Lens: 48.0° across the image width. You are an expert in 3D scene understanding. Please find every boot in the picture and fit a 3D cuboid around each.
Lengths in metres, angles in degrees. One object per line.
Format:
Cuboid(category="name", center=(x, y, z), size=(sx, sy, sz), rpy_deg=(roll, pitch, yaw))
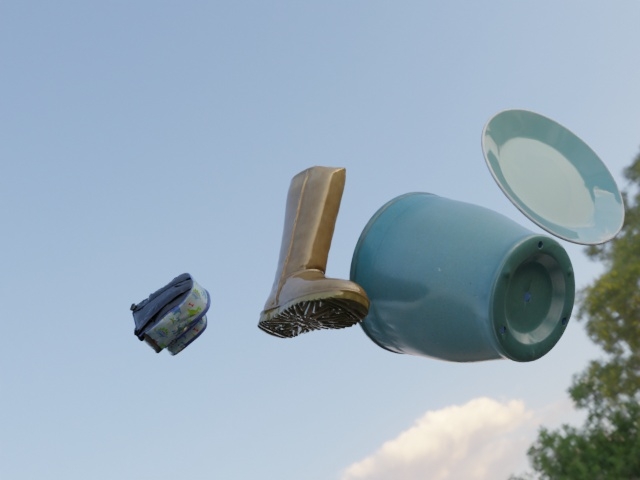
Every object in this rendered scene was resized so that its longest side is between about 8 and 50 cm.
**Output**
Cuboid(category="boot", center=(0.000, 0.000, 1.092), size=(0.089, 0.269, 0.236), rpy_deg=(31, -31, -32))

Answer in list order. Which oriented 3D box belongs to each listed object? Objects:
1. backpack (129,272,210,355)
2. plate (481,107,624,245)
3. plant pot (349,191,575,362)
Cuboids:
Cuboid(category="backpack", center=(-0.223, 0.112, 1.109), size=(0.114, 0.105, 0.084), rpy_deg=(-41, -61, 1))
Cuboid(category="plate", center=(0.253, -0.069, 0.794), size=(0.188, 0.188, 0.024), rpy_deg=(-9, -28, -34))
Cuboid(category="plant pot", center=(0.228, 0.067, 1.089), size=(0.272, 0.255, 0.271), rpy_deg=(-5, -81, -35))
